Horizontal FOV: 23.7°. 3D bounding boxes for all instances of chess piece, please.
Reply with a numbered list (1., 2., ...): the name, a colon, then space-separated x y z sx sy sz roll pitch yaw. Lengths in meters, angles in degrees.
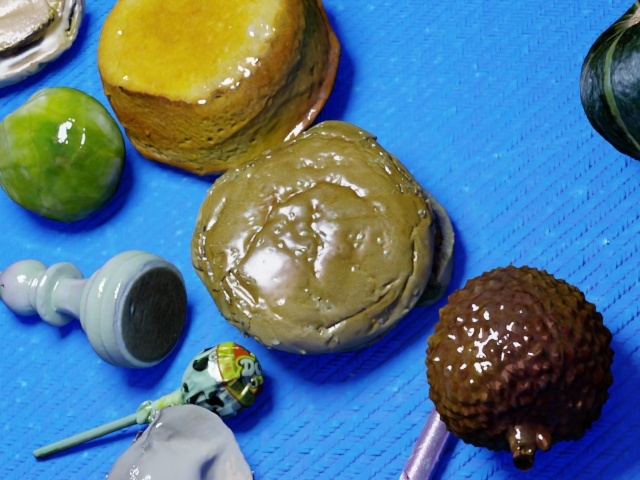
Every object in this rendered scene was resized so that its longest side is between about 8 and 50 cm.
1. chess piece: -0.300 0.069 1.843 0.271 0.139 0.139 8 65 36

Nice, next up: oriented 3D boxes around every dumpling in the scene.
1. dumpling: -0.159 0.303 1.659 0.172 0.142 0.247 24 82 -4

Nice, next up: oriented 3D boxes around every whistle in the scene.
1. whistle: 0.128 0.205 1.656 0.033 0.033 0.176 18 70 27

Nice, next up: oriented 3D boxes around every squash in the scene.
1. squash: 0.402 -0.194 1.661 0.252 0.252 0.165 -46 102 -8

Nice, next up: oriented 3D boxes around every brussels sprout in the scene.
1. brussels sprout: -0.329 -0.103 1.918 0.180 0.161 0.144 -24 20 43

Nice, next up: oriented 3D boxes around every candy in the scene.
1. candy: -0.205 0.196 1.757 0.305 0.091 0.083 -21 59 15

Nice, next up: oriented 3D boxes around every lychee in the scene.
1. lychee: 0.205 0.134 1.579 0.200 0.200 0.238 -10 51 14

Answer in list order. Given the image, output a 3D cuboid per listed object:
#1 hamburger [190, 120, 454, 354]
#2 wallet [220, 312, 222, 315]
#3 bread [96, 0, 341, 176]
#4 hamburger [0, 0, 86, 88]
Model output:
1. hamburger: 0.000 -0.002 1.744 0.285 0.134 0.265 -34 55 -6
2. wallet: -0.097 0.018 1.846 0.082 0.018 0.157 -20 57 8
3. bread: -0.127 -0.232 1.902 0.312 0.172 0.312 -9 61 17
4. hamburger: -0.416 -0.274 2.072 0.207 0.135 0.155 -5 76 0
